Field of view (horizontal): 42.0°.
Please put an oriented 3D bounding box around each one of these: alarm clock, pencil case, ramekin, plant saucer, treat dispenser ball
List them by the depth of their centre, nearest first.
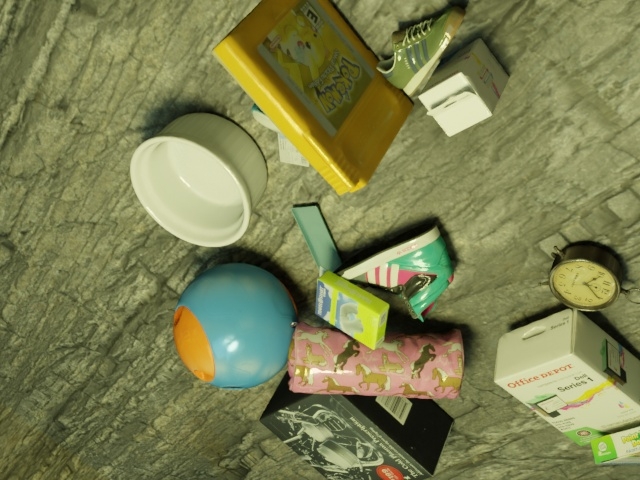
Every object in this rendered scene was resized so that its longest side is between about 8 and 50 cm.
[{"bbox_3d":[0.517,0.075,1.563,0.192,0.064,0.129,23,136,14],"label":"alarm clock"},{"bbox_3d":[-0.246,-0.134,1.749,0.277,0.135,0.277,15,134,17],"label":"ramekin"},{"bbox_3d":[0.122,0.260,1.799,0.386,0.167,0.160,3,143,0],"label":"pencil case"},{"bbox_3d":[0.000,0.000,1.818,0.067,0.018,0.192,-3,126,31],"label":"plant saucer"},{"bbox_3d":[-0.192,0.195,1.904,0.288,0.288,0.288,15,134,16],"label":"treat dispenser ball"}]

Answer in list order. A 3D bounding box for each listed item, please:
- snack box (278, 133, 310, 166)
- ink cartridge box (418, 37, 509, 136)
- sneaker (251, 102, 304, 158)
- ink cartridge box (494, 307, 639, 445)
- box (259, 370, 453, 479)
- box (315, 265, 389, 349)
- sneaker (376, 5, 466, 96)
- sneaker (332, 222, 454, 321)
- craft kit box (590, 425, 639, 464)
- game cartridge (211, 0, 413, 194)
[{"bbox_3d":[-0.054,-0.227,1.639,0.064,0.022,0.178,13,134,18],"label":"snack box"},{"bbox_3d":[0.235,-0.247,1.371,0.092,0.143,0.090,-26,113,42],"label":"ink cartridge box"},{"bbox_3d":[-0.026,-0.200,1.578,0.228,0.087,0.092,21,135,-7],"label":"sneaker"},{"bbox_3d":[0.518,0.280,1.679,0.278,0.117,0.201,37,138,-20],"label":"ink cartridge box"},{"bbox_3d":[0.087,0.446,2.055,0.343,0.179,0.312,43,137,-11],"label":"box"},{"bbox_3d":[0.056,0.138,1.730,0.178,0.042,0.109,29,137,26],"label":"box"},{"bbox_3d":[0.159,-0.328,1.396,0.086,0.064,0.192,30,140,-5],"label":"sneaker"},{"bbox_3d":[0.160,0.091,1.733,0.295,0.124,0.178,-24,99,40],"label":"sneaker"},{"bbox_3d":[0.713,0.395,1.652,0.249,0.061,0.246,11,152,-37],"label":"craft kit box"},{"bbox_3d":[0.004,-0.266,1.381,0.324,0.285,0.052,46,135,-16],"label":"game cartridge"}]
